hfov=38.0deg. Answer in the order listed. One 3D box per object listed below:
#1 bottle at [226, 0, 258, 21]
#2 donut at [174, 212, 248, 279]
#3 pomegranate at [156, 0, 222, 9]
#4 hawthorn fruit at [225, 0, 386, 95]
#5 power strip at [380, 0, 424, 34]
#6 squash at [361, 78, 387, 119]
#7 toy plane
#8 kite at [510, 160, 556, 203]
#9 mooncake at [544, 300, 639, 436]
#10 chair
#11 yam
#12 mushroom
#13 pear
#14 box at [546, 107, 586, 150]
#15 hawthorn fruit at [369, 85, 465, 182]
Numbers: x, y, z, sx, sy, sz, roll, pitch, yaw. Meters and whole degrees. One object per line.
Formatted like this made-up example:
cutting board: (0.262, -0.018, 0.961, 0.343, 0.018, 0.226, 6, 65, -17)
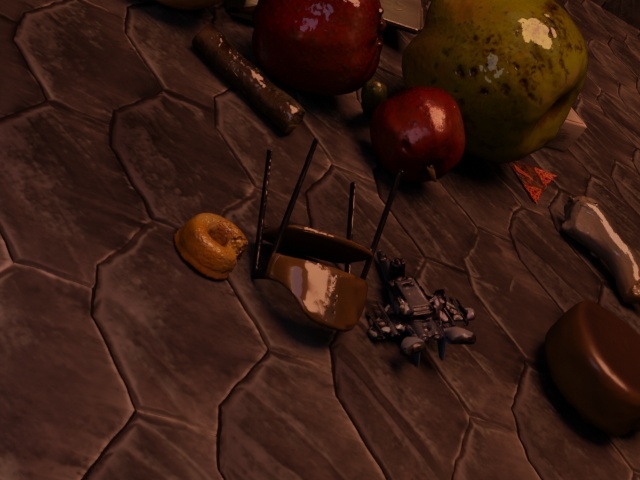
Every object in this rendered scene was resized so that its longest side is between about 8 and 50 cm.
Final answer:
bottle: (-0.094, -0.475, 1.909, 0.201, 0.072, 0.072, 3, 45, -43)
donut: (-0.147, 0.001, 1.264, 0.097, 0.043, 0.108, 32, 27, -10)
pomegranate: (-0.249, -0.564, 1.694, 0.307, 0.307, 0.307, 26, 33, -18)
hawthorn fruit: (-0.031, -0.404, 1.748, 0.300, 0.254, 0.254, 11, 30, 10)
power strip: (0.142, -0.557, 2.261, 0.213, 0.064, 0.198, 17, 36, -7)
squash: (0.103, -0.267, 1.801, 0.052, 0.052, 0.183, 42, -4, 8)
toy plane: (0.132, 0.083, 1.400, 0.169, 0.078, 0.246, -9, 45, -15)
kite: (0.467, -0.153, 2.112, 0.125, 0.008, 0.222, 41, 32, 7)
mooncake: (0.466, 0.211, 1.531, 0.235, 0.117, 0.235, 26, 30, -17)
chair: (0.000, 0.000, 1.313, 0.159, 0.172, 0.246, 19, 79, -28)
yam: (-0.131, -0.289, 1.641, 0.253, 0.061, 0.061, 44, 32, 13)
mushroom: (0.602, 0.016, 1.949, 0.096, 0.099, 0.278, -9, 57, -43)
pear: (0.349, -0.357, 1.940, 0.391, 0.391, 0.391, 26, 33, -18)
box: (0.504, -0.381, 2.369, 0.210, 0.095, 0.330, 6, 45, -40)
hawthorn fruit: (0.187, -0.182, 1.716, 0.179, 0.179, 0.200, 8, 51, -39)
